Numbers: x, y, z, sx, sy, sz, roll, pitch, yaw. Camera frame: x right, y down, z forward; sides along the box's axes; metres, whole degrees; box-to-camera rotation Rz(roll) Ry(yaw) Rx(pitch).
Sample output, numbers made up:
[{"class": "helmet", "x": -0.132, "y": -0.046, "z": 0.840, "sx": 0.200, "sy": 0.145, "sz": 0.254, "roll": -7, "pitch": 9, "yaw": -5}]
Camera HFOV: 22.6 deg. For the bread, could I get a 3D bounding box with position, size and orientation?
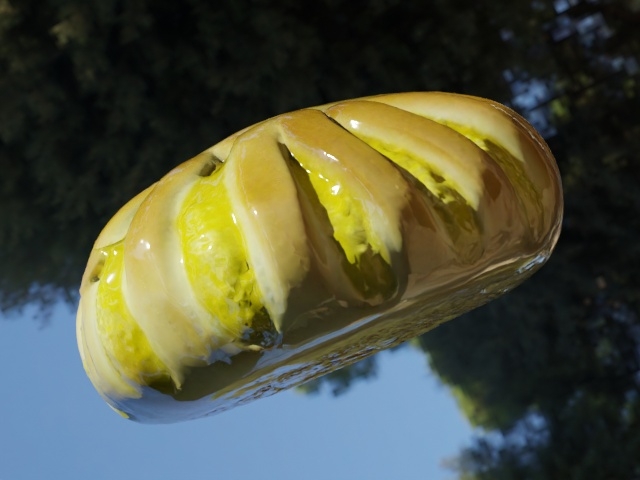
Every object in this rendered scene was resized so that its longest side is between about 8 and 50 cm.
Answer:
[{"class": "bread", "x": 0.000, "y": 0.000, "z": 0.655, "sx": 0.213, "sy": 0.213, "sz": 0.104, "roll": -6, "pitch": -105, "yaw": -65}]
